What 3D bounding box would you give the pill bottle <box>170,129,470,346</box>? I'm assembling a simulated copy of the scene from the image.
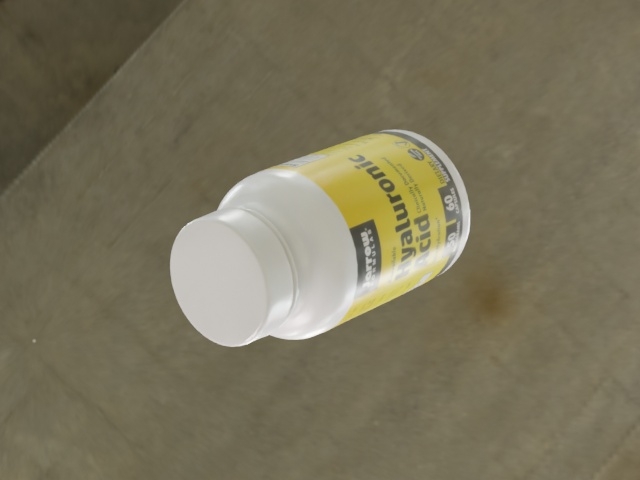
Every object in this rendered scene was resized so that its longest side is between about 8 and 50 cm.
[{"bbox_3d":[0.000,0.000,0.544,0.116,0.065,0.065,-23,-89,-47],"label":"pill bottle"}]
